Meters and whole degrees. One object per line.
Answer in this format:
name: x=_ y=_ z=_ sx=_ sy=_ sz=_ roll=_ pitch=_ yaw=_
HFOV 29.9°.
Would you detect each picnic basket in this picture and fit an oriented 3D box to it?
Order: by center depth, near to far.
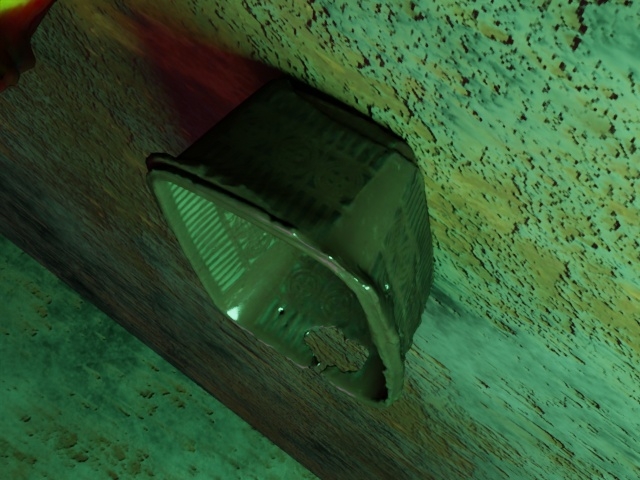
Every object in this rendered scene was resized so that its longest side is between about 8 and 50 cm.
picnic basket: x=0.000 y=0.000 z=0.959 sx=0.222 sy=0.129 sz=0.297 roll=30 pitch=161 yaw=22

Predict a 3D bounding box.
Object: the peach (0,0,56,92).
peach: x=-0.244 y=-0.243 z=0.511 sx=0.310 sy=0.335 sz=0.406 roll=29 pitch=163 yaw=9
